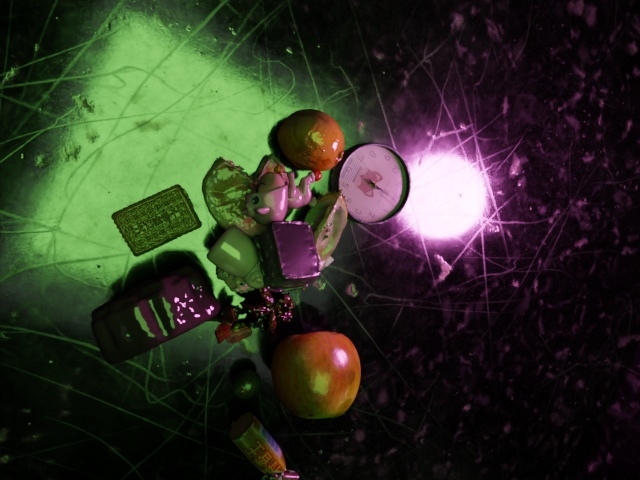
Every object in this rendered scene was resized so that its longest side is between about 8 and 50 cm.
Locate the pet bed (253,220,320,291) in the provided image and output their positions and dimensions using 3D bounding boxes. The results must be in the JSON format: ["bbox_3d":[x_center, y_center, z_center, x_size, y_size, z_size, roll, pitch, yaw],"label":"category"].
[{"bbox_3d":[-0.115,0.054,1.381,0.183,0.159,0.210,-2,69,-39],"label":"pet bed"}]

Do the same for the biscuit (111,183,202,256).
[{"bbox_3d":[-0.552,-0.068,1.428,0.255,0.029,0.172,-28,106,-13],"label":"biscuit"}]

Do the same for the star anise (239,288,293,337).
[{"bbox_3d":[-0.184,0.256,1.536,0.220,0.126,0.190,33,91,-35],"label":"star anise"}]

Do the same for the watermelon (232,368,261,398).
[{"bbox_3d":[-0.270,0.530,1.573,0.105,0.105,0.133,34,107,-20],"label":"watermelon"}]

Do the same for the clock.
[{"bbox_3d":[0.202,-0.220,1.632,0.325,0.067,0.324,-3,99,-18],"label":"clock"}]

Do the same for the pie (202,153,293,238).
[{"bbox_3d":[-0.250,-0.153,1.491,0.338,0.075,0.337,-5,106,-19],"label":"pie"}]

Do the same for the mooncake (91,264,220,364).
[{"bbox_3d":[-0.524,0.229,1.336,0.381,0.351,0.212,-27,97,-22],"label":"mooncake"}]

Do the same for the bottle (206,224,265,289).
[{"bbox_3d":[-0.254,0.073,1.428,0.236,0.147,0.147,41,85,-12],"label":"bottle"}]

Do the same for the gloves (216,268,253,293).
[{"bbox_3d":[-0.303,0.133,1.513,0.144,0.094,0.110,13,83,-12],"label":"gloves"}]

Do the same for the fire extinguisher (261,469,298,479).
[{"bbox_3d":[-0.168,0.962,1.718,0.157,0.045,0.078,15,66,-19],"label":"fire extinguisher"}]

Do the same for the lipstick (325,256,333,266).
[{"bbox_3d":[0.004,0.100,1.641,0.107,0.025,0.025,-41,108,-2],"label":"lipstick"}]

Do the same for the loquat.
[{"bbox_3d":[-0.031,-0.342,1.451,0.238,0.238,0.193,39,79,-20],"label":"loquat"}]

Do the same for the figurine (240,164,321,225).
[{"bbox_3d":[-0.133,-0.157,1.426,0.288,0.176,0.186,-19,94,-24],"label":"figurine"}]

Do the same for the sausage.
[{"bbox_3d":[-0.230,0.820,1.634,0.125,0.117,0.317,-24,109,22],"label":"sausage"}]

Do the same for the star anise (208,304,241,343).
[{"bbox_3d":[-0.367,0.273,1.502,0.144,0.158,0.140,25,89,5],"label":"star anise"}]

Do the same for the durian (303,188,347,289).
[{"bbox_3d":[0.010,0.004,1.536,0.163,0.198,0.394,23,93,-21],"label":"durian"}]

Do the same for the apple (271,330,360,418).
[{"bbox_3d":[-0.018,0.488,1.540,0.340,0.339,0.339,-3,100,-18],"label":"apple"}]

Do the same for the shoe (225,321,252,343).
[{"bbox_3d":[-0.311,0.340,1.555,0.109,0.069,0.072,-27,131,-4],"label":"shoe"}]
